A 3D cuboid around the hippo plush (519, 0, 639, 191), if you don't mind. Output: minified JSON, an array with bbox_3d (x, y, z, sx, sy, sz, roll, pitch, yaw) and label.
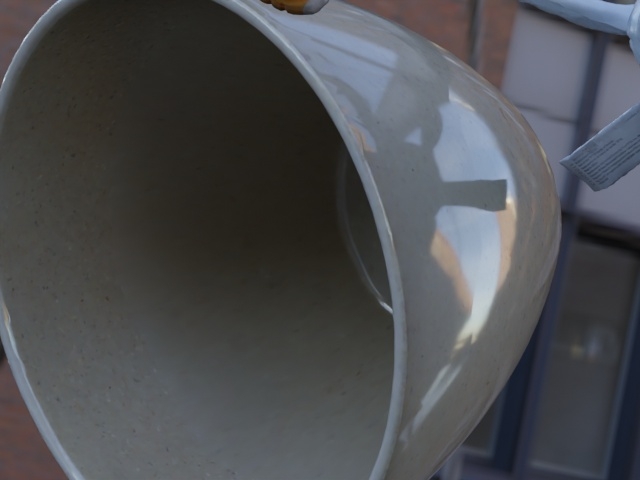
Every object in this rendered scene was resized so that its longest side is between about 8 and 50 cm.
[{"bbox_3d":[0.297,-0.092,0.924,0.237,0.234,0.294,-14,-7,-31],"label":"hippo plush"}]

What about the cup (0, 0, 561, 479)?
[{"bbox_3d":[0.000,0.000,1.048,0.331,0.331,0.237,7,17,44],"label":"cup"}]

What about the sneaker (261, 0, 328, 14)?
[{"bbox_3d":[-0.034,-0.162,0.460,0.083,0.214,0.084,0,-17,1],"label":"sneaker"}]
